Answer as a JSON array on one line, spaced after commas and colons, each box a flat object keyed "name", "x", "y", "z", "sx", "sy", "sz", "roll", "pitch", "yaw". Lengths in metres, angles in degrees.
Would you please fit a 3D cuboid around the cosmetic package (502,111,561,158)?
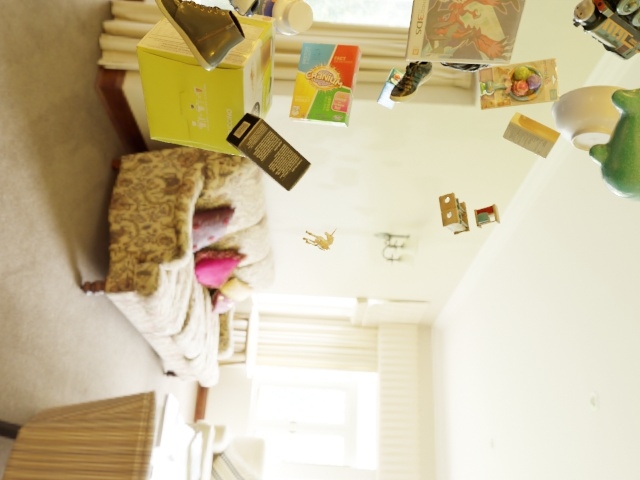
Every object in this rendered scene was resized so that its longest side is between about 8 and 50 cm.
[{"name": "cosmetic package", "x": 0.493, "y": -0.246, "z": 1.322, "sx": 0.041, "sy": 0.115, "sz": 0.060, "roll": -51, "pitch": 165, "yaw": -28}]

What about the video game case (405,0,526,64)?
[{"name": "video game case", "x": 0.265, "y": -0.414, "z": 1.024, "sx": 0.023, "sy": 0.201, "sz": 0.184, "roll": -88, "pitch": -179, "yaw": -51}]

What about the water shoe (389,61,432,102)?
[{"name": "water shoe", "x": 0.259, "y": -0.479, "z": 1.649, "sx": 0.203, "sy": 0.072, "sz": 0.080, "roll": -50, "pitch": 143, "yaw": -32}]

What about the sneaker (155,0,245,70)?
[{"name": "sneaker", "x": -0.259, "y": -0.491, "z": 1.207, "sx": 0.222, "sy": 0.118, "sz": 0.083, "roll": 54, "pitch": 18, "yaw": -13}]

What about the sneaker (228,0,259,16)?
[{"name": "sneaker", "x": -0.235, "y": -0.651, "z": 1.405, "sx": 0.128, "sy": 0.315, "sz": 0.182, "roll": -73, "pitch": 160, "yaw": -52}]

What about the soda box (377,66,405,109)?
[{"name": "soda box", "x": 0.283, "y": -0.595, "z": 2.220, "sx": 0.067, "sy": 0.071, "sz": 0.210, "roll": -63, "pitch": 180, "yaw": -8}]

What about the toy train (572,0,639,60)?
[{"name": "toy train", "x": 0.927, "y": -0.685, "z": 1.740, "sx": 0.190, "sy": 0.333, "sz": 0.142, "roll": -41, "pitch": -130, "yaw": 43}]

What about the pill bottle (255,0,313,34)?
[{"name": "pill bottle", "x": -0.143, "y": -0.894, "z": 2.222, "sx": 0.272, "sy": 0.152, "sz": 0.153, "roll": 37, "pitch": -48, "yaw": 49}]

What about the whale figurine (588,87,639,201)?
[{"name": "whale figurine", "x": 0.728, "y": -0.211, "z": 1.277, "sx": 0.141, "sy": 0.216, "sz": 0.272, "roll": -67, "pitch": 144, "yaw": -55}]

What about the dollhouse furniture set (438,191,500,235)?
[{"name": "dollhouse furniture set", "x": 0.568, "y": -0.118, "z": 2.157, "sx": 0.129, "sy": 0.183, "sz": 0.129, "roll": 24, "pitch": 56, "yaw": -53}]

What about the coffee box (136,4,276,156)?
[{"name": "coffee box", "x": -0.353, "y": -0.524, "z": 1.835, "sx": 0.338, "sy": 0.337, "sz": 0.335, "roll": 97, "pitch": 7, "yaw": -47}]

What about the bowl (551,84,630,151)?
[{"name": "bowl", "x": 0.946, "y": -0.397, "z": 1.946, "sx": 0.298, "sy": 0.297, "sz": 0.134, "roll": 92, "pitch": 11, "yaw": -74}]

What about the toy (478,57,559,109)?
[{"name": "toy", "x": 0.621, "y": -0.496, "z": 1.773, "sx": 0.056, "sy": 0.237, "sz": 0.137, "roll": 0, "pitch": 86, "yaw": -73}]

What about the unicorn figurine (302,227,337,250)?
[{"name": "unicorn figurine", "x": 0.000, "y": 0.000, "z": 1.887, "sx": 0.162, "sy": 0.111, "sz": 0.060, "roll": -97, "pitch": -148, "yaw": -61}]

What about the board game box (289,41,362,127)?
[{"name": "board game box", "x": 0.019, "y": -0.628, "z": 2.275, "sx": 0.064, "sy": 0.242, "sz": 0.317, "roll": 19, "pitch": 80, "yaw": -73}]

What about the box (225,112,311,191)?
[{"name": "box", "x": -0.151, "y": -0.256, "z": 1.631, "sx": 0.108, "sy": 0.207, "sz": 0.153, "roll": -51, "pitch": -150, "yaw": 0}]

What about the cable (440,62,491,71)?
[{"name": "cable", "x": 0.416, "y": -0.535, "z": 1.610, "sx": 0.184, "sy": 0.150, "sz": 0.047, "roll": 1, "pitch": -109, "yaw": 55}]
